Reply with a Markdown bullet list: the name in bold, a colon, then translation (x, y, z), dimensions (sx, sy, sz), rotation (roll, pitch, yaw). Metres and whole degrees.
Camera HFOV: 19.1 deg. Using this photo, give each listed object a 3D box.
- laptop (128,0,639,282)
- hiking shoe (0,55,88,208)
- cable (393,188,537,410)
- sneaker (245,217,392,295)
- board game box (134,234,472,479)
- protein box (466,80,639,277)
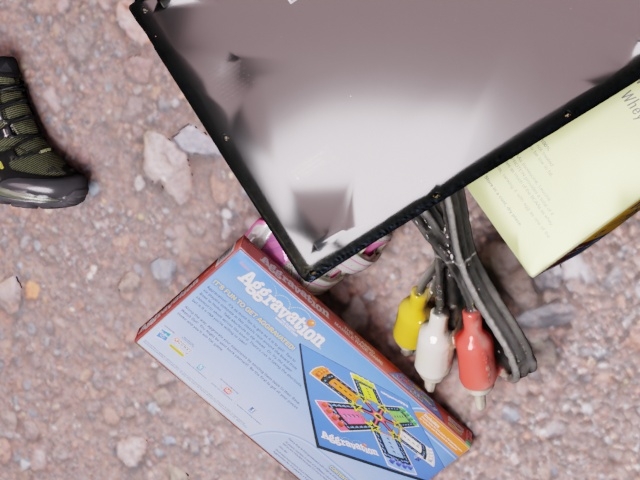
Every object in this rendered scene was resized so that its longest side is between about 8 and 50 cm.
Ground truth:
- **laptop**: translation (0.060, -0.252, 1.532), dimensions (0.382, 0.236, 0.408), rotation (-32, 91, 19)
- **hiking shoe**: translation (-0.310, -0.115, 1.811), dimensions (0.227, 0.086, 0.114), rotation (31, 114, 17)
- **cable**: translation (0.107, 0.037, 1.587), dimensions (0.139, 0.072, 0.287), rotation (32, 154, 33)
- **sneaker**: translation (0.000, 0.000, 1.684), dimensions (0.111, 0.103, 0.252), rotation (28, 114, 15)
- **board game box**: translation (-0.014, 0.131, 1.693), dimensions (0.281, 0.027, 0.145), rotation (42, 118, -15)
- **protein box**: translation (0.212, -0.114, 1.547), dimensions (0.201, 0.136, 0.200), rotation (-39, 82, 25)
